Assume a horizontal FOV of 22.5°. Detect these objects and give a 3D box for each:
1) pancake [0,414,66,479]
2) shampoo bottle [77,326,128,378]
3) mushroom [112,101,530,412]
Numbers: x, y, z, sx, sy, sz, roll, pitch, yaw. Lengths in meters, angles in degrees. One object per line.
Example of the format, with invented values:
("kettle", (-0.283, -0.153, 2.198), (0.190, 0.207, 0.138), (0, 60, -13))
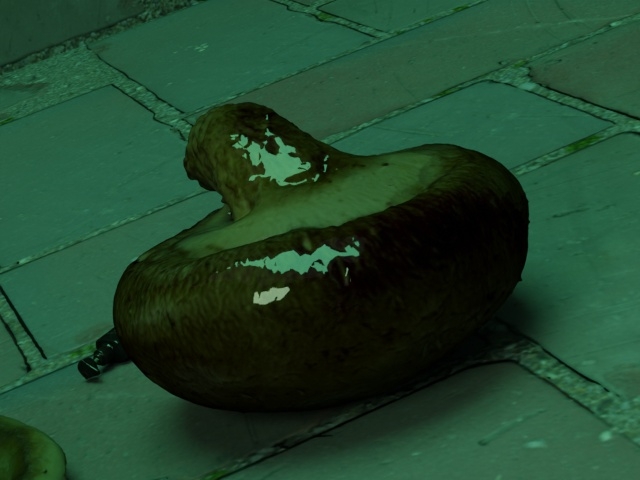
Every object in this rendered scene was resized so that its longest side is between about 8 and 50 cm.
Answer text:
("pancake", (-0.365, 0.229, 1.260), (0.356, 0.065, 0.356), (-13, 18, 4))
("shampoo bottle", (-0.178, 0.088, 1.520), (0.048, 0.027, 0.137), (-2, 26, 40))
("mushroom", (0.009, 0.023, 1.319), (0.345, 0.239, 0.345), (-25, 35, 19))
